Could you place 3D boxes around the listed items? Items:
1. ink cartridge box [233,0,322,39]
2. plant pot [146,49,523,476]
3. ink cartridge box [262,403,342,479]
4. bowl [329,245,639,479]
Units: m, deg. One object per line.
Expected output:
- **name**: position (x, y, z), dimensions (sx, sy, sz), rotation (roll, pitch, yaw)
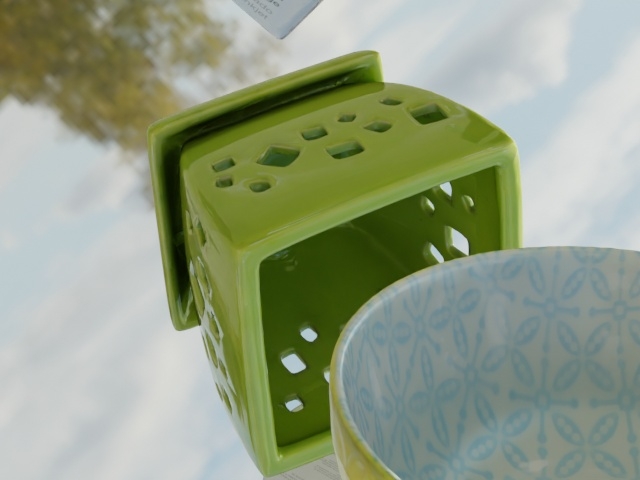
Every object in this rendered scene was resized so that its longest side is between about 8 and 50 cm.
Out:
- **ink cartridge box**: position (-0.019, -0.241, 0.943), dimensions (0.117, 0.201, 0.278), rotation (-52, -173, -23)
- **plant pot**: position (0.000, 0.000, 1.438), dimensions (0.227, 0.228, 0.207), rotation (-22, -138, -20)
- **ink cartridge box**: position (0.003, 0.197, 1.494), dimensions (0.052, 0.088, 0.122), rotation (-29, 140, -51)
- **bowl**: position (0.141, 0.138, 0.953), dimensions (0.289, 0.289, 0.156), rotation (-68, 165, -60)
